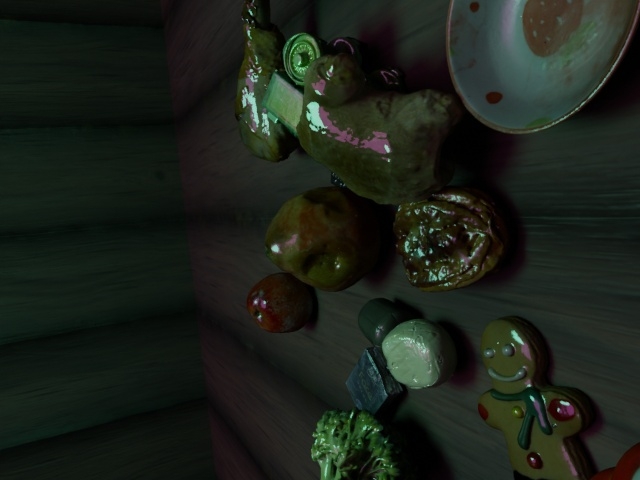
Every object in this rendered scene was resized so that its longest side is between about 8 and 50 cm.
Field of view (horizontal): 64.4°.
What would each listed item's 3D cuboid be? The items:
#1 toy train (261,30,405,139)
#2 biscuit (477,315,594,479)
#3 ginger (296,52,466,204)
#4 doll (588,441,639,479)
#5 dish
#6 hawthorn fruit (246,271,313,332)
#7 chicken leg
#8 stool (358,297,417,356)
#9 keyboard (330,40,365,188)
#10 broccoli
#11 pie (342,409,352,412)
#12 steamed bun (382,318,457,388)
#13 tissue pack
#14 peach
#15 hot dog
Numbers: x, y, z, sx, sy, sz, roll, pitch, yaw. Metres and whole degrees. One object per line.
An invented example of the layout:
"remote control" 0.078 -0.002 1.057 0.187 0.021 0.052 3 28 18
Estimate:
"toy train" 0.026 -0.257 0.928 0.271 0.159 0.188 44 127 21
"biscuit" 0.293 0.257 0.710 0.197 0.048 0.302 -33 66 60
"ginger" 0.074 -0.169 0.740 0.275 0.130 0.222 2 127 35
"doll" 0.358 0.264 0.446 0.363 0.160 0.183 137 122 -62
"dish" 0.263 -0.255 0.582 0.260 0.085 0.261 23 117 59
"hawthorn fruit" -0.111 0.167 1.367 0.172 0.172 0.173 28 122 59
"chicken leg" -0.083 -0.362 1.146 0.295 0.181 0.410 28 131 44
"stool" 0.127 0.163 0.969 0.110 0.096 0.096 -143 51 -61
"keyboard" 0.056 -0.259 1.079 0.101 0.018 0.310 41 132 55
"broccoli" 0.056 0.461 0.998 0.247 0.245 0.288 29 140 33
"pie" 0.076 0.511 1.225 0.195 0.046 0.195 29 124 57
"steamed bun" 0.176 0.189 0.871 0.129 0.090 0.113 -20 88 50
"tissue pack" 0.112 0.311 1.086 0.112 0.051 0.156 63 149 34
"peach" 0.000 0.000 1.028 0.214 0.235 0.215 171 90 -74
"hot dog" 0.189 0.000 0.794 0.227 0.099 0.161 148 113 -65
